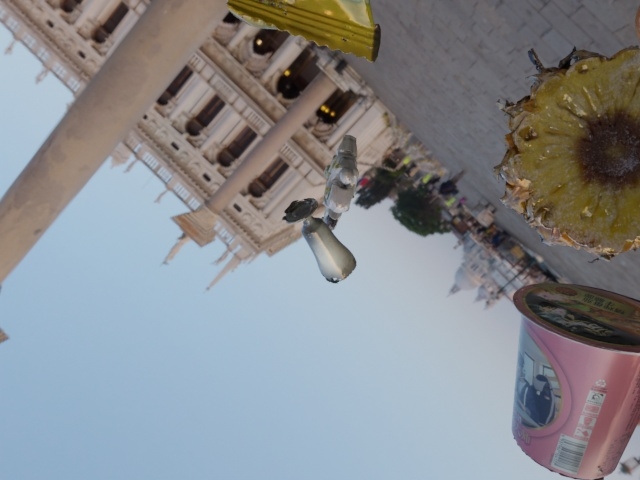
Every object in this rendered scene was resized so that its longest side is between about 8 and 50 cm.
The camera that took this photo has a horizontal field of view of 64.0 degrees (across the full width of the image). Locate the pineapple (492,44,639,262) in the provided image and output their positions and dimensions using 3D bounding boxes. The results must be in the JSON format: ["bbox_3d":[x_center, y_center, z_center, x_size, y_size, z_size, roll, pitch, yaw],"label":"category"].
[{"bbox_3d":[0.258,-0.084,0.467,0.221,0.221,0.047,44,-179,-4],"label":"pineapple"}]

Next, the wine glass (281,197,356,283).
[{"bbox_3d":[0.000,0.000,0.897,0.155,0.072,0.072,56,-175,-32],"label":"wine glass"}]

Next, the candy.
[{"bbox_3d":[0.000,-0.363,0.558,0.187,0.297,0.081,8,-178,-17],"label":"candy"}]

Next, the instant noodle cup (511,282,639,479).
[{"bbox_3d":[0.409,0.222,0.815,0.244,0.255,0.244,3,-160,-1],"label":"instant noodle cup"}]

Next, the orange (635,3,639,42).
[{"bbox_3d":[0.778,-0.467,1.054,0.224,0.224,0.170,46,-143,4],"label":"orange"}]

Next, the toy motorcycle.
[{"bbox_3d":[0.043,-0.130,1.129,0.074,0.228,0.151,16,155,-7],"label":"toy motorcycle"}]
